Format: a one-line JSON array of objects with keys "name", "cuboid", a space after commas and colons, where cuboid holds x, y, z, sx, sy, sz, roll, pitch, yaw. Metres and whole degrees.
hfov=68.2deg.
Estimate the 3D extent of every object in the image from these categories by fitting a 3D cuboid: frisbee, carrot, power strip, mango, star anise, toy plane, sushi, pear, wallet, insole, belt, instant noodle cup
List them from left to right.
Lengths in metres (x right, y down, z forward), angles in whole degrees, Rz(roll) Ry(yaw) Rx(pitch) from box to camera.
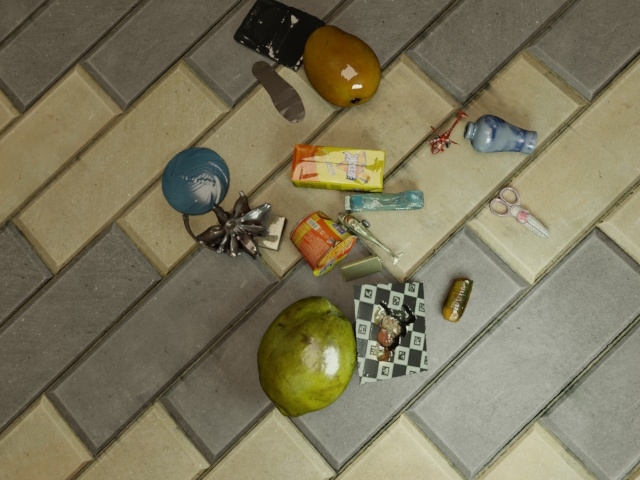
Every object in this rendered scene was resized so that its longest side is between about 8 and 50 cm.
[{"name": "frisbee", "cuboid": [-0.514, -0.247, 1.925, 0.290, 0.049, 0.289, -1, 82, 6]}, {"name": "star anise", "cuboid": [-0.323, -0.049, 1.790, 0.316, 0.139, 0.359, -35, 64, -7]}, {"name": "wallet", "cuboid": [-0.175, -0.879, 1.983, 0.323, 0.041, 0.247, 30, 88, 7]}, {"name": "insole", "cuboid": [-0.172, -0.620, 1.961, 0.111, 0.007, 0.327, -37, 80, -1]}, {"name": "pear", "cuboid": [-0.040, 0.404, 1.640, 0.352, 0.352, 0.413, 29, 100, 9]}, {"name": "instant noodle cup", "cuboid": [0.000, 0.000, 1.764, 0.213, 0.213, 0.174, -43, 73, -1]}, {"name": "mango", "cuboid": [0.072, -0.684, 1.842, 0.264, 0.221, 0.377, -34, 70, 5]}, {"name": "power strip", "cuboid": [0.161, 0.101, 1.793, 0.169, 0.028, 0.076, -17, 123, 6]}, {"name": "toy plane", "cuboid": [0.183, -0.017, 1.795, 0.286, 0.108, 0.092, 38, 86, -3]}, {"name": "belt", "cuboid": [0.242, -0.150, 1.808, 0.303, 0.087, 0.072, -2, 84, 6]}, {"name": "sushi", "cuboid": [0.241, 0.319, 1.708, 0.320, 0.069, 0.338, -1, 86, -30]}, {"name": "toy plane", "cuboid": [0.483, -0.417, 1.830, 0.126, 0.077, 0.194, 17, 76, 5]}, {"name": "carrot", "cuboid": [0.500, 0.214, 1.733, 0.082, 0.082, 0.173, 18, 84, 8]}]

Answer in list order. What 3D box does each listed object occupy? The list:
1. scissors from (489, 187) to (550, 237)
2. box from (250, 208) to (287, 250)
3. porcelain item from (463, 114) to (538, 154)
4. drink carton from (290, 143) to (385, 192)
[{"name": "scissors", "cuboid": [0.755, -0.091, 1.772, 0.242, 0.030, 0.118, 43, 89, 12]}, {"name": "box", "cuboid": [-0.243, -0.045, 1.862, 0.201, 0.058, 0.140, 12, 84, 7]}, {"name": "porcelain item", "cuboid": [0.672, -0.390, 1.778, 0.259, 0.141, 0.141, 12, 84, -2]}, {"name": "drink carton", "cuboid": [0.070, -0.275, 1.836, 0.352, 0.111, 0.154, 5, 84, 6]}]
